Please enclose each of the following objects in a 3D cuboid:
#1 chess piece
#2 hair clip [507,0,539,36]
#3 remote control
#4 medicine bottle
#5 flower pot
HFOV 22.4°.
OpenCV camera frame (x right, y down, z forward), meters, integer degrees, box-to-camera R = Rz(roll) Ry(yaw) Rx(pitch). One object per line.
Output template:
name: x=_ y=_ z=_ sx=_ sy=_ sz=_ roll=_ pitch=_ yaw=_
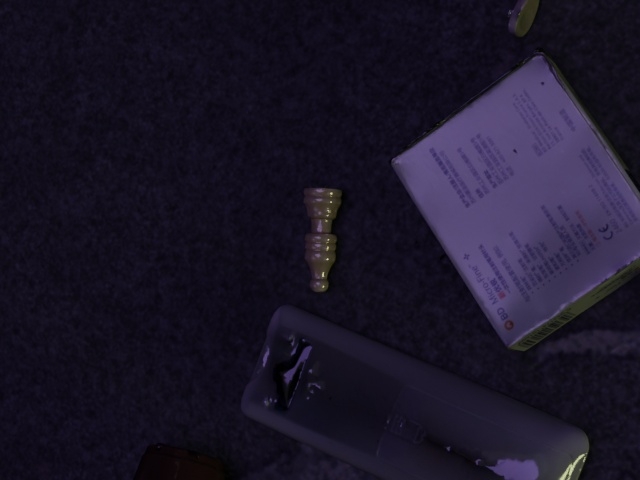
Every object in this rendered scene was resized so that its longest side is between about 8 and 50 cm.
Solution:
chess piece: x=0.000 y=0.000 z=1.437 sx=0.035 sy=0.035 sz=0.092 roll=3 pitch=89 yaw=25
hair clip: x=0.235 y=-0.244 z=1.339 sx=0.226 sy=0.034 sz=0.072 roll=-25 pitch=77 yaw=29
remote control: x=0.070 y=0.157 z=1.376 sx=0.313 sy=0.055 sz=0.109 roll=22 pitch=94 yaw=25
medicine bottle: x=0.173 y=-0.032 z=1.350 sx=0.171 sy=0.052 sz=0.201 roll=-37 pitch=72 yaw=16
flower pot: x=-0.128 y=0.233 z=1.441 sx=0.111 sy=0.111 sz=0.089 roll=5 pitch=71 yaw=25
